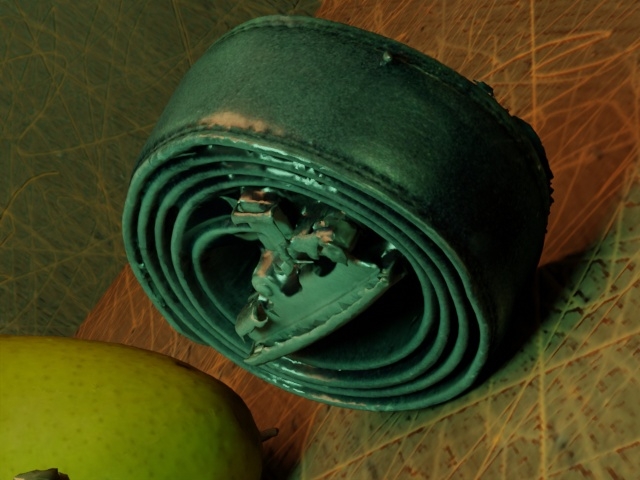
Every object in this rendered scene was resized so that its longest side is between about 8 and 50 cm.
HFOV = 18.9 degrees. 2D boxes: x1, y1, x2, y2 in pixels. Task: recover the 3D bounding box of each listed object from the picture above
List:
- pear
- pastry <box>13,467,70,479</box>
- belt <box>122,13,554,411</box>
[{"bbox_3d":[-0.196,0.190,1.178,0.336,0.285,0.285,-4,33,17],"label":"pear"},{"bbox_3d":[-0.114,0.208,0.703,0.275,0.275,0.193,-55,-11,-7],"label":"pastry"},{"bbox_3d":[0.000,0.000,0.991,0.116,0.206,0.267,-61,3,-29],"label":"belt"}]
